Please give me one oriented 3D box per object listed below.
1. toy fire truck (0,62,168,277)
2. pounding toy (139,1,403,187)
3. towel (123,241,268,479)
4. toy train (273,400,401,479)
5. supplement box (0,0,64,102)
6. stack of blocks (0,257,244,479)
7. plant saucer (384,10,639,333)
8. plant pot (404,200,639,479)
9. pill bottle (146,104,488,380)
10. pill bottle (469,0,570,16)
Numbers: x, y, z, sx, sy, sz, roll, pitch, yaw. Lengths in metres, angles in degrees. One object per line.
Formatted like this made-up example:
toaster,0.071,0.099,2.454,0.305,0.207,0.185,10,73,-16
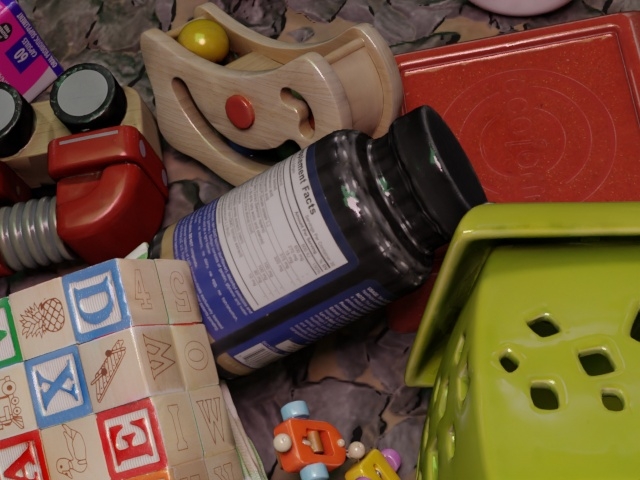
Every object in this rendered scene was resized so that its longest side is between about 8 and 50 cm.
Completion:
toy fire truck,-0.240,-0.005,0.926,0.217,0.158,0.246,-10,67,7
pounding toy,-0.044,-0.090,0.892,0.269,0.154,0.155,33,46,25
towel,-0.145,0.195,0.838,0.248,0.038,0.325,-37,63,13
toy train,0.018,0.195,0.797,0.046,0.125,0.166,-37,62,31
supplement box,-0.360,-0.137,1.037,0.220,0.111,0.114,-44,64,-10
stack of blocks,-0.139,0.176,0.732,0.171,0.087,0.297,-18,81,23
plant saucer,0.164,-0.070,0.925,0.259,0.048,0.258,-9,63,7
plant pot,0.171,0.103,0.722,0.228,0.227,0.207,-2,56,-9
pill bottle,0.000,0.000,0.795,0.219,0.123,0.123,-28,60,18
pill bottle,0.180,-0.310,0.999,0.117,0.117,0.215,4,65,14
